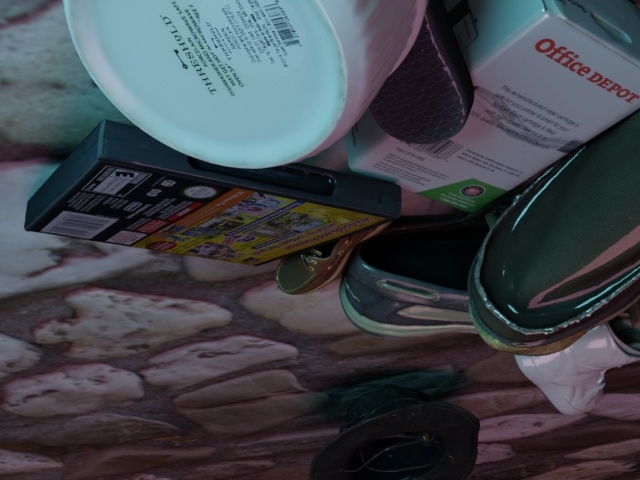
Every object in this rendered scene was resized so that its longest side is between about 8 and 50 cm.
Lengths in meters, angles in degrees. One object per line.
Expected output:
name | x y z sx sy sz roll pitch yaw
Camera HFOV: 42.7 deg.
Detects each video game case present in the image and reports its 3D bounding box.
video game case | -0.108 -0.028 0.724 0.248 0.035 0.275 10 165 -28

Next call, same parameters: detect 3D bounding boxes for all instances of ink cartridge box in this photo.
ink cartridge box | 0.139 -0.120 0.648 0.153 0.086 0.208 17 144 -35

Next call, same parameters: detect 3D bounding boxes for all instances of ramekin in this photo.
ramekin | -0.048 -0.138 0.474 0.207 0.109 0.207 13 140 11

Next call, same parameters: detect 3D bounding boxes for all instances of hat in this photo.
hat | 0.115 0.343 1.420 0.332 0.134 0.331 -10 134 -10

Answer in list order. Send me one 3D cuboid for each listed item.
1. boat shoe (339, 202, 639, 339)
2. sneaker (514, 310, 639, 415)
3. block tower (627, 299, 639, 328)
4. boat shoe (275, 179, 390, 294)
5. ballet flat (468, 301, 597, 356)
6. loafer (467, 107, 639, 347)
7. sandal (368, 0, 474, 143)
boat shoe | 0.197 0.033 0.891 0.356 0.132 0.130 -8 151 -1
sneaker | 0.421 0.184 1.235 0.169 0.108 0.292 -20 147 27
block tower | 0.434 -0.002 0.920 0.091 0.097 0.335 -6 150 -4
boat shoe | 0.000 0.000 0.841 0.060 0.064 0.178 -10 155 -45
ballet flat | 0.297 -0.008 0.783 0.348 0.123 0.123 -39 144 6
loafer | 0.257 -0.057 0.657 0.366 0.134 0.130 -45 160 12
sandal | 0.039 -0.176 0.523 0.097 0.054 0.254 3 136 25
